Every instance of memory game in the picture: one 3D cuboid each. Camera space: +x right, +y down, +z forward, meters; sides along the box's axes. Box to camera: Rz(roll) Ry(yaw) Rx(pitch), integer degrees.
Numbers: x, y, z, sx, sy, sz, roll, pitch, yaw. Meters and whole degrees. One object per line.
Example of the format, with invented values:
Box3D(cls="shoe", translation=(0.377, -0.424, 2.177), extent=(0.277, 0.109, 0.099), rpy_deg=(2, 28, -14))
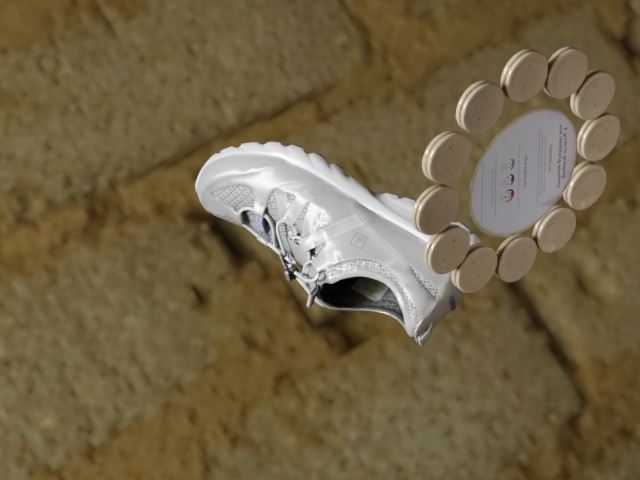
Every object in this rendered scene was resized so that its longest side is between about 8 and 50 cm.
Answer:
Box3D(cls="memory game", translation=(0.135, -0.049, 1.293), extent=(0.186, 0.012, 0.186), rpy_deg=(-22, -50, -29))

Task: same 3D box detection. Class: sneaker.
Box3D(cls="sneaker", translation=(0.000, 0.000, 1.650), extent=(0.115, 0.281, 0.105), rpy_deg=(-58, -29, -22))
